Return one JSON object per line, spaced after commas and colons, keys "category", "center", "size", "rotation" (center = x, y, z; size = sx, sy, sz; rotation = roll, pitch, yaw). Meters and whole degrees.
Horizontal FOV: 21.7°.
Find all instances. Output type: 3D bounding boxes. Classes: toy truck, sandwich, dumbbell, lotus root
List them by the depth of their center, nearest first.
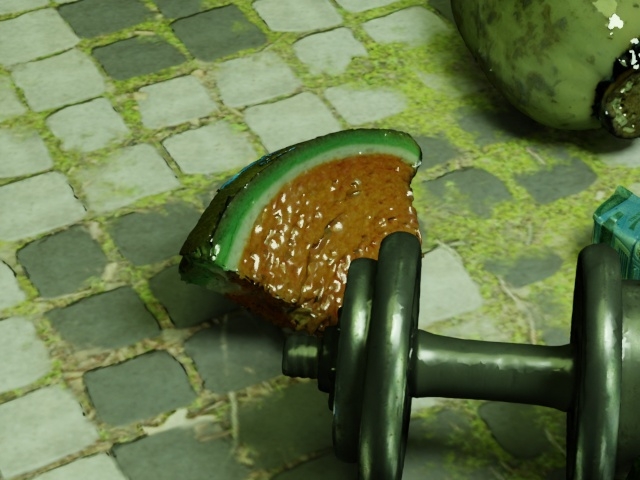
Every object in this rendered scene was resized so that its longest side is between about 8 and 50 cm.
{"category": "dumbbell", "center": [0.117, 0.091, 1.149], "size": [0.290, 0.192, 0.192], "rotation": [4, 41, 5]}
{"category": "sandwich", "center": [-0.004, -0.009, 1.324], "size": [0.079, 0.159, 0.235], "rotation": [-21, 22, 51]}
{"category": "toy truck", "center": [0.298, -0.022, 1.367], "size": [0.175, 0.067, 0.081], "rotation": [-29, 47, -28]}
{"category": "lotus root", "center": [0.210, -0.212, 1.528], "size": [0.173, 0.173, 0.309], "rotation": [-15, 41, -16]}

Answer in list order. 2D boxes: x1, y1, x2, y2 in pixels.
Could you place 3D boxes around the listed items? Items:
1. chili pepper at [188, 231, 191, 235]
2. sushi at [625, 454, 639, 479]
{"category": "chili pepper", "center": [-0.041, -0.026, 1.391], "size": [0.191, 0.050, 0.059], "rotation": [-28, 8, -41]}
{"category": "sushi", "center": [0.222, 0.307, 0.907], "size": [0.294, 0.178, 0.352], "rotation": [23, 48, 23]}
